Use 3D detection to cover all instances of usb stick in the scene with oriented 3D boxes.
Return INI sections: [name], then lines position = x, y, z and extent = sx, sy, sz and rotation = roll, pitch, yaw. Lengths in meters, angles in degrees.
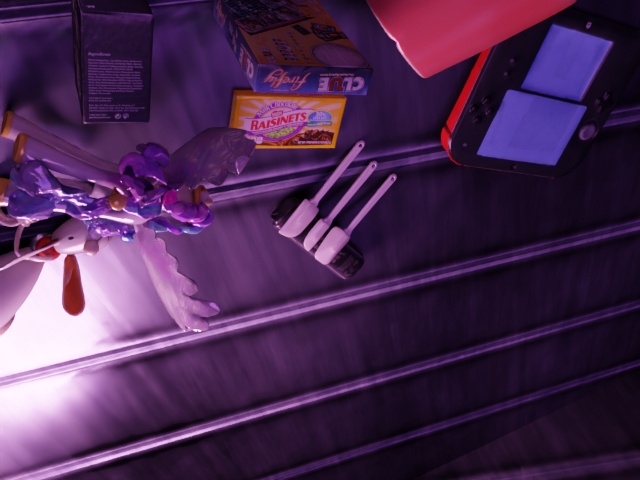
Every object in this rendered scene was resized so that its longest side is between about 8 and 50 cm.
[usb stick]
position = 0.000, 0.000, 1.358
extent = 0.077, 0.045, 0.278
rotation = -46, 134, 5

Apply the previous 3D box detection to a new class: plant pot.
[plant pot]
position = 0.202, -0.392, 0.957
extent = 0.243, 0.275, 0.275
rotation = -34, 137, 21

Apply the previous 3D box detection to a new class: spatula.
[spatula]
position = 0.043, -0.073, 1.298
extent = 0.242, 0.019, 0.168
rotation = -51, 129, 3

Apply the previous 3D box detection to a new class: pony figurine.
[pony figurine]
position = -0.276, -0.066, 0.959
extent = 0.363, 0.351, 0.303
rotation = 16, 100, -34

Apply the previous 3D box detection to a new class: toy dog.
[toy dog]
position = -0.514, 0.076, 1.092
extent = 0.333, 0.161, 0.220
rotation = -45, 134, 17

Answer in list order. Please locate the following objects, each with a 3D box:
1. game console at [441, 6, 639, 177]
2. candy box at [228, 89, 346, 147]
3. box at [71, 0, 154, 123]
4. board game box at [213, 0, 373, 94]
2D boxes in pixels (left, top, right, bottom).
[game console]
position = 0.454, -0.291, 1.301
extent = 0.386, 0.060, 0.342
rotation = 3, 129, -29
[candy box]
position = -0.060, -0.214, 1.144
extent = 0.205, 0.027, 0.105
rotation = -4, 128, -23
[box]
position = -0.290, -0.268, 0.887
extent = 0.093, 0.156, 0.158
rotation = -5, 132, -23
[board game box]
position = -0.047, -0.289, 0.924
extent = 0.164, 0.243, 0.042
rotation = -4, 132, -22
